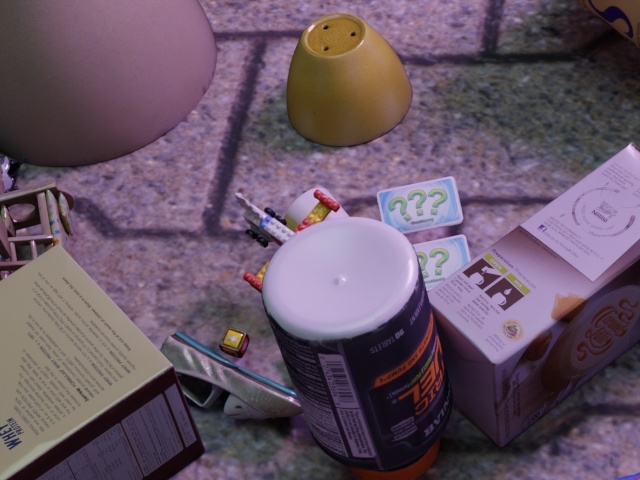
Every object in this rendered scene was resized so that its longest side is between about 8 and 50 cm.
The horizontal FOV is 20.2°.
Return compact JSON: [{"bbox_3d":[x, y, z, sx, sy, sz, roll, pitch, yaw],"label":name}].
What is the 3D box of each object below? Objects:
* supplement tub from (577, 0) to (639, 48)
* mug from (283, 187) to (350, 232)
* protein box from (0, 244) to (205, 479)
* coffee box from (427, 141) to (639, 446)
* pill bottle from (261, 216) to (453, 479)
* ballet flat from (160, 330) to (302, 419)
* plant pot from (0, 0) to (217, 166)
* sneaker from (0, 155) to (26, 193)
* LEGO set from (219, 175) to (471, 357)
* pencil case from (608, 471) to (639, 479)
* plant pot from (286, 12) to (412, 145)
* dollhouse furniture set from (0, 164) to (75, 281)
[{"bbox_3d":[0.382,-0.284,1.751,0.241,0.241,0.331,-38,64,-20],"label":"supplement tub"},{"bbox_3d":[0.003,-0.002,1.747,0.062,0.078,0.064,-14,46,-46],"label":"mug"},{"bbox_3d":[-0.250,0.151,1.608,0.201,0.136,0.200,-34,51,-18],"label":"protein box"},{"bbox_3d":[0.216,0.047,1.577,0.246,0.141,0.098,-36,57,-17],"label":"coffee box"},{"bbox_3d":[0.039,0.104,1.503,0.130,0.245,0.130,-8,48,9],"label":"pill bottle"},{"bbox_3d":[-0.083,0.136,1.648,0.168,0.057,0.052,24,86,35],"label":"ballet flat"},{"bbox_3d":[-0.271,-0.247,1.934,0.284,0.191,0.284,-7,47,8],"label":"plant pot"},{"bbox_3d":[-0.347,-0.080,1.910,0.069,0.038,0.098,-23,57,-10],"label":"sneaker"},{"bbox_3d":[0.019,0.034,1.669,0.244,0.060,0.182,-10,67,4],"label":"LEGO set"},{"bbox_3d":[0.319,0.215,1.420,0.306,0.119,0.133,-20,64,-5],"label":"pencil case"},{"bbox_3d":[0.022,-0.178,1.864,0.134,0.095,0.134,-7,48,8],"label":"plant pot"},{"bbox_3d":[-0.301,-0.047,1.761,0.101,0.161,0.182,-15,58,0],"label":"dollhouse furniture set"}]
